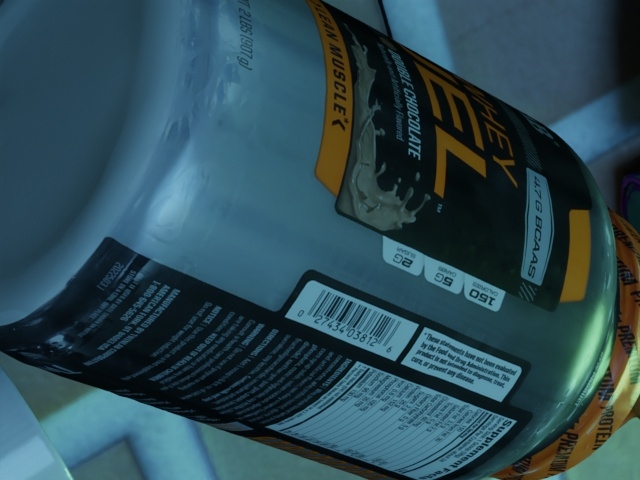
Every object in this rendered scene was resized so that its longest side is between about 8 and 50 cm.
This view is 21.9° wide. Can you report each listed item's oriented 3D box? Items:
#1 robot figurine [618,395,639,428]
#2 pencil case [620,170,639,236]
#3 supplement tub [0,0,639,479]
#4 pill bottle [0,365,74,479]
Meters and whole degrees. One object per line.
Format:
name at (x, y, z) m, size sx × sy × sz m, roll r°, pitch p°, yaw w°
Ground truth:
robot figurine at (0.281, 0.059, 1.054) m, size 0.219 × 0.158 × 0.128 m, roll -24°, pitch 108°, yaw -15°
pencil case at (0.262, -0.036, 1.039) m, size 0.151 × 0.070 × 0.064 m, roll -23°, pitch 164°, yaw -20°
supplement tub at (0.000, 0.000, 0.807) m, size 0.338 × 0.207 × 0.207 m, roll 24°, pitch 98°, yaw -38°
pill bottle at (-0.231, 0.147, 0.786) m, size 0.221 × 0.121 × 0.121 m, roll -33°, pitch 125°, yaw -15°
